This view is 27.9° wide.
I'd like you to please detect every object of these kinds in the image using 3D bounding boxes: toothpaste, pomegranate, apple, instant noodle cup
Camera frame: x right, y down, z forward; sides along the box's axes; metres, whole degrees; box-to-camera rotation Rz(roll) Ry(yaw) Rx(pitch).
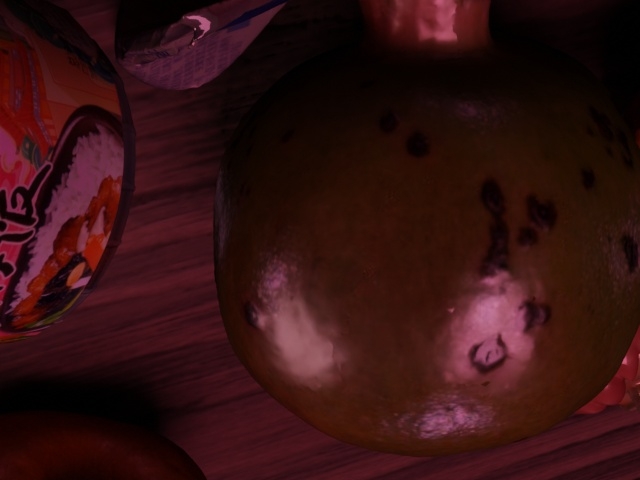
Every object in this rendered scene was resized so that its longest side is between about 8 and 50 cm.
[{"bbox_3d":[-0.055,-0.111,0.638,0.068,0.282,0.099,37,81,-17],"label":"toothpaste"},{"bbox_3d":[0.084,-0.038,0.770,0.291,0.291,0.323,10,106,-33],"label":"pomegranate"},{"bbox_3d":[-0.198,0.244,0.958,0.272,0.251,0.206,15,114,-16],"label":"apple"},{"bbox_3d":[-0.213,-0.043,0.654,0.182,0.302,0.258,7,90,-51],"label":"instant noodle cup"}]

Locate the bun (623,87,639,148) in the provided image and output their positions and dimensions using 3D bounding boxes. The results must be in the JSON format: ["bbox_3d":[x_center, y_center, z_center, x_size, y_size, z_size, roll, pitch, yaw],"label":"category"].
[{"bbox_3d":[0.282,-0.067,0.846,0.165,0.299,0.299,11,141,14],"label":"bun"}]

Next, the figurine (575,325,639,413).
[{"bbox_3d":[0.248,0.076,1.040,0.387,0.166,0.207,-2,157,-27],"label":"figurine"}]
